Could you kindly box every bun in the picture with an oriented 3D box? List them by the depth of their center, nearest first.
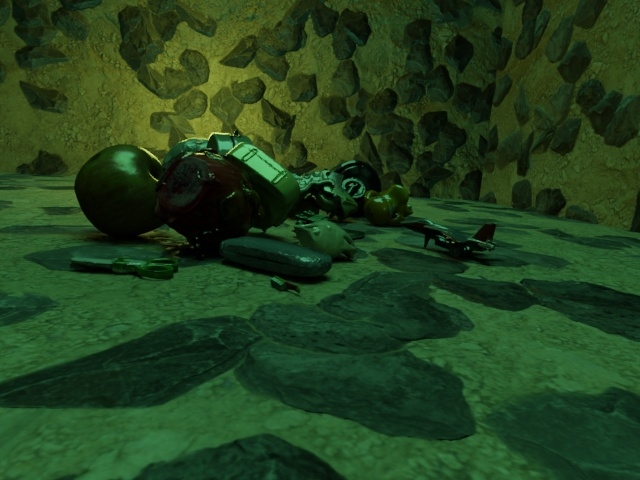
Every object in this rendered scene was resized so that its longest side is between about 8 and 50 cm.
[{"bbox_3d":[-0.593,-0.324,2.080,0.354,0.355,0.194,0,33,-22],"label":"bun"}]

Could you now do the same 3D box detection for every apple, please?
[{"bbox_3d":[-0.547,-0.129,1.186,0.264,0.265,0.264,4,11,-1],"label":"apple"}]

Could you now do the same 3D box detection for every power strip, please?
[{"bbox_3d":[-0.405,-0.306,1.860,0.161,0.358,0.357,0,11,-25],"label":"power strip"}]

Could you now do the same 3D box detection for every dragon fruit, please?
[{"bbox_3d":[-0.277,-0.092,1.134,0.269,0.250,0.291,35,-5,28],"label":"dragon fruit"}]

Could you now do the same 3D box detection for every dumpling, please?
[{"bbox_3d":[-0.002,-0.002,1.115,0.169,0.100,0.134,1,-4,-25],"label":"dumpling"}]

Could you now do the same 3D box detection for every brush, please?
[{"bbox_3d":[-0.068,0.088,0.816,0.021,0.019,0.083,-17,22,-38],"label":"brush"}]

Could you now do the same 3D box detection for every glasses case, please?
[{"bbox_3d":[-0.106,0.034,0.962,0.282,0.067,0.109,8,8,30],"label":"glasses case"}]

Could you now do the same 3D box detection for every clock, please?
[{"bbox_3d":[-0.198,-0.133,1.313,0.235,0.308,0.096,36,55,5],"label":"clock"}]

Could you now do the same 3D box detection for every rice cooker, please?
[{"bbox_3d":[0.145,-0.254,2.084,0.316,0.264,0.317,-28,14,7],"label":"rice cooker"}]

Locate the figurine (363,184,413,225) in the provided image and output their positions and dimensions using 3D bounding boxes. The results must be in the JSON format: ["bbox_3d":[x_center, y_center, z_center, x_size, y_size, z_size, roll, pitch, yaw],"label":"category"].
[{"bbox_3d":[0.286,-0.143,1.830,0.214,0.216,0.228,6,-4,12],"label":"figurine"}]

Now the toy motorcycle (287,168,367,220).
[{"bbox_3d":[0.000,-0.197,1.849,0.409,0.169,0.237,6,48,-2],"label":"toy motorcycle"}]

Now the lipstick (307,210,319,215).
[{"bbox_3d":[-0.135,-0.149,1.945,0.263,0.059,0.059,2,11,-9],"label":"lipstick"}]

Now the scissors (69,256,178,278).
[{"bbox_3d":[-0.398,0.051,0.863,0.204,0.027,0.101,5,9,-6],"label":"scissors"}]

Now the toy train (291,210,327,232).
[{"bbox_3d":[-0.031,-0.055,1.419,0.099,0.070,0.172,14,13,11],"label":"toy train"}]

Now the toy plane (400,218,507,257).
[{"bbox_3d":[0.385,-0.011,1.298,0.326,0.105,0.222,8,10,40],"label":"toy plane"}]

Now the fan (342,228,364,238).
[{"bbox_3d":[0.012,-0.024,1.457,0.223,0.012,0.294,12,14,38],"label":"fan"}]
